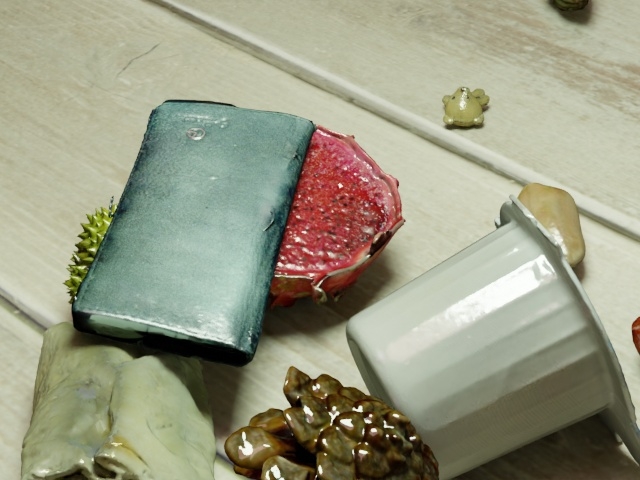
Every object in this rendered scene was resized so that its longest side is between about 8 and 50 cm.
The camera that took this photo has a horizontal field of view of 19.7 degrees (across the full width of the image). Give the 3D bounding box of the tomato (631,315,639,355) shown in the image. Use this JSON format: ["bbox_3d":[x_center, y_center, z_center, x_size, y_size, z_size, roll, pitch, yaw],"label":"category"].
[{"bbox_3d":[0.400,0.101,1.869,0.159,0.091,0.139,-12,12,45],"label":"tomato"}]

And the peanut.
[{"bbox_3d":[0.256,-0.009,2.066,0.076,0.076,0.152,-6,39,0],"label":"peanut"}]

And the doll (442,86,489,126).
[{"bbox_3d":[0.186,-0.173,2.366,0.062,0.051,0.093,2,5,13],"label":"doll"}]

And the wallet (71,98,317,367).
[{"bbox_3d":[-0.127,-0.021,1.941,0.191,0.046,0.379,10,42,3],"label":"wallet"}]

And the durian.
[{"bbox_3d":[-0.192,0.021,2.023,0.159,0.146,0.198,5,39,12],"label":"durian"}]

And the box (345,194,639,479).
[{"bbox_3d":[0.161,0.134,1.772,0.206,0.291,0.262,-26,-6,-5],"label":"box"}]

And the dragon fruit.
[{"bbox_3d":[0.004,0.009,2.046,0.161,0.126,0.274,17,45,15],"label":"dragon fruit"}]

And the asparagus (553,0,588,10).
[{"bbox_3d":[0.344,-0.380,2.607,0.080,0.080,0.287,-6,26,-1],"label":"asparagus"}]

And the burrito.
[{"bbox_3d":[-0.206,0.174,1.816,0.190,0.135,0.332,-13,30,1],"label":"burrito"}]

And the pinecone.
[{"bbox_3d":[0.013,0.230,1.631,0.201,0.229,0.202,-34,22,51],"label":"pinecone"}]
